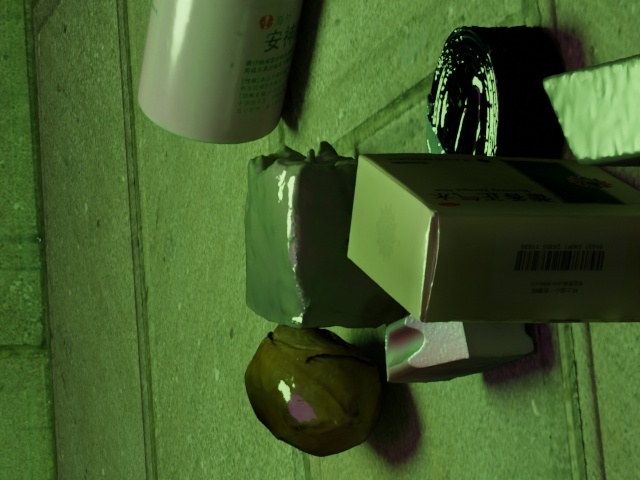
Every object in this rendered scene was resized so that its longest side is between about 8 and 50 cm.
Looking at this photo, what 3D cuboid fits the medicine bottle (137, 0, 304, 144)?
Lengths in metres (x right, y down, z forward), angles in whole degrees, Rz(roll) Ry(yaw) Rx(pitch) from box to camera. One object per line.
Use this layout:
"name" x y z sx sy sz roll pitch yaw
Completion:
"medicine bottle" -0.109 -0.276 2.228 0.178 0.178 0.290 -120 36 -53

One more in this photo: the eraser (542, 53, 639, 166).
"eraser" 0.281 -0.094 1.296 0.352 0.111 0.077 176 91 -69

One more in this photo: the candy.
"candy" 0.000 0.000 2.007 0.185 0.137 0.195 -161 69 -68

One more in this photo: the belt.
"belt" 0.149 -0.094 1.692 0.151 0.078 0.198 -137 48 -60

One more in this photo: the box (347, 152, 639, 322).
"box" 0.149 -0.002 1.502 0.168 0.212 0.095 -135 49 -62

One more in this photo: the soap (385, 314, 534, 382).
"soap" 0.119 0.093 1.742 0.149 0.100 0.056 148 119 -65

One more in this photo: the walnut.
"walnut" -0.008 0.158 2.033 0.245 0.137 0.137 -159 70 -68
